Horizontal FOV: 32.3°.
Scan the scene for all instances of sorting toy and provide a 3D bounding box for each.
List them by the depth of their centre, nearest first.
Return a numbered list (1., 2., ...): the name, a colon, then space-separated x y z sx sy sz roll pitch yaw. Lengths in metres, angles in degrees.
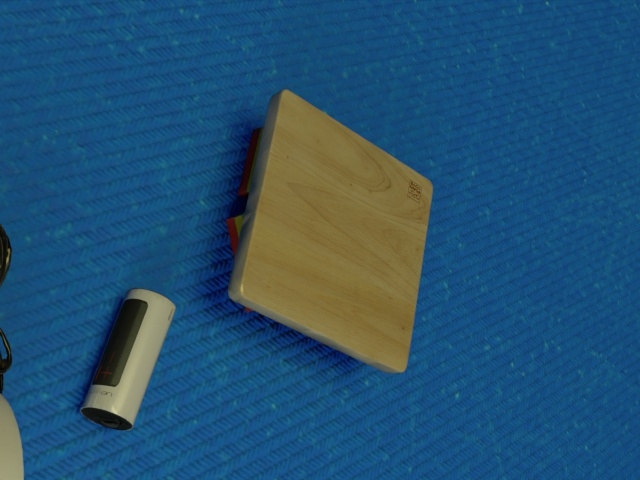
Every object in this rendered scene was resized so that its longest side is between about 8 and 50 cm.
1. sorting toy: 0.000 0.000 1.296 0.257 0.089 0.255 29 60 -35

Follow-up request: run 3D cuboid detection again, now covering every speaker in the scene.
1. speaker: -0.191 0.119 1.106 0.055 0.055 0.136 36 57 -31

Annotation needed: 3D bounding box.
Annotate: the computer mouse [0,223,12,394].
1. computer mouse: -0.390 0.051 0.935 0.272 0.072 0.188 21 62 -52

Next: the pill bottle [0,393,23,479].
1. pill bottle: -0.423 0.170 0.754 0.392 0.224 0.224 15 68 -40
